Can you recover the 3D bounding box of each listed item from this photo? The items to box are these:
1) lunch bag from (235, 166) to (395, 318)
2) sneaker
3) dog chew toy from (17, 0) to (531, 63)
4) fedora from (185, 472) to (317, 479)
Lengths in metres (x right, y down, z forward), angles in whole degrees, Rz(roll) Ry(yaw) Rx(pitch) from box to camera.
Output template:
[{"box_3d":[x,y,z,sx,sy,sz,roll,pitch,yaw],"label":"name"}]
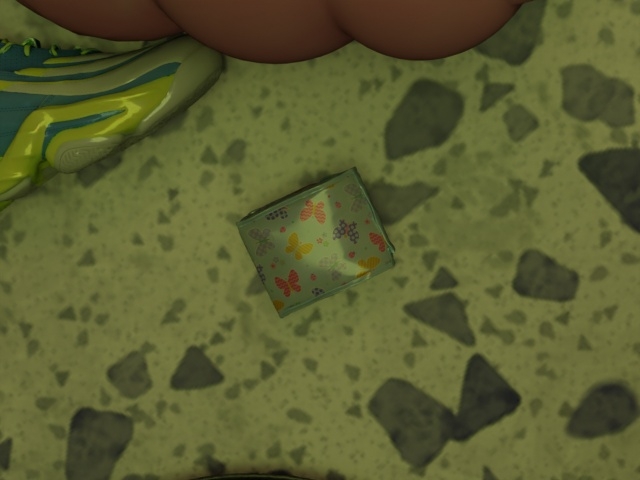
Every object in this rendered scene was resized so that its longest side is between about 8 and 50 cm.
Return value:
[{"box_3d":[0.000,0.000,0.715,0.083,0.053,0.071,-25,96,16],"label":"lunch bag"},{"box_3d":[-0.185,-0.093,0.684,0.240,0.091,0.126,-27,98,7],"label":"sneaker"},{"box_3d":[-0.035,-0.184,0.567,0.331,0.206,0.207,21,101,26],"label":"dog chew toy"},{"box_3d":[-0.044,0.314,0.720,0.334,0.152,0.334,0,100,1],"label":"fedora"}]
